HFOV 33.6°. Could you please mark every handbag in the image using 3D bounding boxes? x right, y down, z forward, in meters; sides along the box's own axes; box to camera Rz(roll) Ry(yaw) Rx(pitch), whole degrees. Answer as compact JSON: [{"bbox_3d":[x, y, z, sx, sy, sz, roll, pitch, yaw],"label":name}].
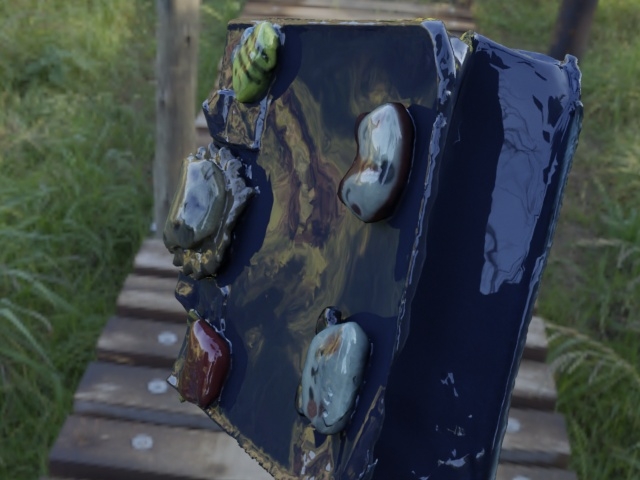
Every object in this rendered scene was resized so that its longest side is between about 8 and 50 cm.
[{"bbox_3d":[0.000,0.000,0.738,0.122,0.303,0.329,9,6,-36],"label":"handbag"}]
